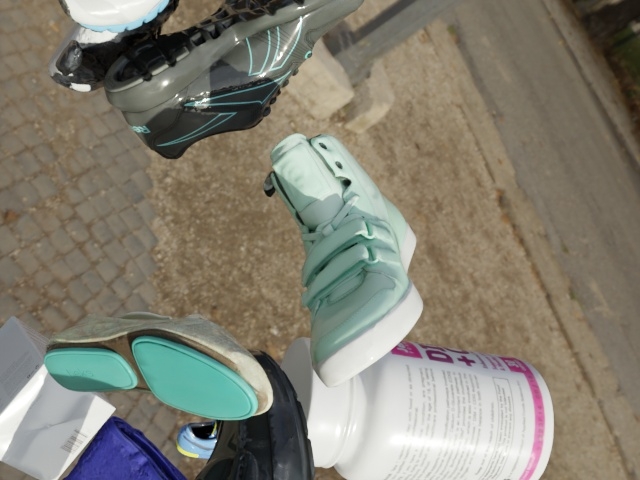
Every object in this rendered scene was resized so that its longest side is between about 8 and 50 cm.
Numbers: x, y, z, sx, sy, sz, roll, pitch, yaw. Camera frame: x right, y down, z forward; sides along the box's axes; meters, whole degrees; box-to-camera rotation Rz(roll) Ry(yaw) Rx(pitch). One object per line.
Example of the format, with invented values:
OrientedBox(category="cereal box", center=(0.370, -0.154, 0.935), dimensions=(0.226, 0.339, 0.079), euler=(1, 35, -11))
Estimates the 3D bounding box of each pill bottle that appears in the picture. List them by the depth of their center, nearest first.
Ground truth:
OrientedBox(category="pill bottle", center=(0.100, 0.194, 0.829), dimensions=(0.283, 0.160, 0.160), euler=(11, 50, -18))

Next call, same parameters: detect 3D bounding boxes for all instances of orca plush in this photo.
OrientedBox(category="orca plush", center=(-0.166, -0.224, 0.729), dimensions=(0.102, 0.287, 0.151), euler=(32, 35, -27))

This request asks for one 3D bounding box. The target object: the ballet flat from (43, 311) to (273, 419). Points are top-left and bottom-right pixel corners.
OrientedBox(category="ballet flat", center=(-0.088, 0.059, 0.409), dimensions=(0.052, 0.168, 0.057), euler=(-48, 129, -45))

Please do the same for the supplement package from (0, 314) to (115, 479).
OrientedBox(category="supplement package", center=(-0.604, 0.327, 1.538), dimensions=(0.263, 0.199, 0.198), euler=(27, -16, 51))

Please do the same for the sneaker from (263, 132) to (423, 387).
OrientedBox(category="sneaker", center=(0.000, 0.000, 0.566), dimensions=(0.151, 0.094, 0.256), euler=(49, 19, -12))

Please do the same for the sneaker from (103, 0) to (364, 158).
OrientedBox(category="sneaker", center=(-0.071, -0.176, 0.707), dimensions=(0.101, 0.267, 0.106), euler=(53, -9, 49))

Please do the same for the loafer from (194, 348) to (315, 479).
OrientedBox(category="loafer", center=(-0.043, 0.147, 0.382), dimensions=(0.078, 0.076, 0.223), euler=(5, 41, -17))

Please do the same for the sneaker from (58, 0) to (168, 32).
OrientedBox(category="sneaker", center=(-0.108, -0.221, 0.549), dimensions=(0.071, 0.191, 0.083), euler=(60, -15, -11))

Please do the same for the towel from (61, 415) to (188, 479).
OrientedBox(category="towel", center=(-0.366, 0.487, 1.273), dimensions=(0.228, 0.308, 0.076), euler=(42, 8, 20))

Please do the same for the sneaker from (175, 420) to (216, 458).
OrientedBox(category="sneaker", center=(-0.203, 0.430, 1.585), dimensions=(0.209, 0.082, 0.069), euler=(14, 41, -23))
